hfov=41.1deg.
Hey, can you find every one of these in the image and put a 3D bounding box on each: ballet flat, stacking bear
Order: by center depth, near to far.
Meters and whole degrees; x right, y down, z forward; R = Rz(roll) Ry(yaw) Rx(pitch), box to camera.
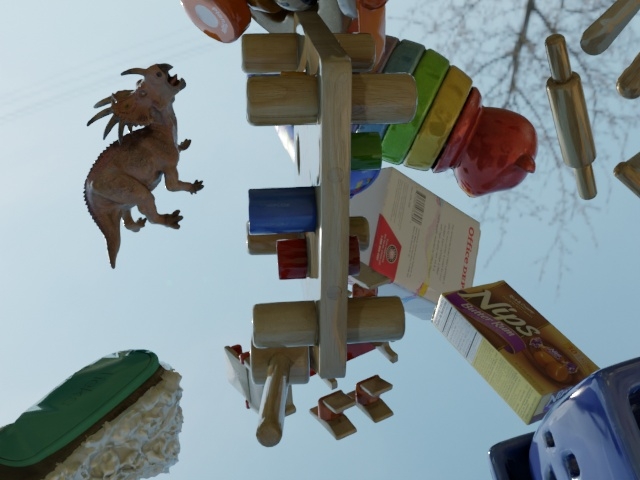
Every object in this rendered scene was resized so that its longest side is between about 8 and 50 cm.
[{"bbox_3d":[-0.249,0.221,0.662,0.147,0.147,0.409,23,-149,29],"label":"ballet flat"},{"bbox_3d":[0.136,-0.151,1.080,0.288,0.164,0.175,26,-167,2],"label":"stacking bear"}]

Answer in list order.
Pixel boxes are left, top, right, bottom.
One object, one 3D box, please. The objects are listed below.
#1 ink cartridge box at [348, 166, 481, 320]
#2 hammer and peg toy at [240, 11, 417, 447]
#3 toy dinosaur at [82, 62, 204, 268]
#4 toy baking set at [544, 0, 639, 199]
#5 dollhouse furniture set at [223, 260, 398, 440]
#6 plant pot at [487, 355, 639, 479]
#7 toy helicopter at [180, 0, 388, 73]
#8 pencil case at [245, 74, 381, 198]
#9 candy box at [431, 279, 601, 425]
[{"bbox_3d":[0.179,0.016,1.748,0.131,0.226,0.306,-7,153,45],"label":"ink cartridge box"},{"bbox_3d":[0.000,0.000,0.745,0.127,0.362,0.266,-2,-158,-6],"label":"hammer and peg toy"},{"bbox_3d":[-0.291,-0.117,1.295,0.127,0.296,0.200,25,171,47],"label":"toy dinosaur"},{"bbox_3d":[0.284,-0.143,0.712,0.196,0.256,0.030,-22,-148,12],"label":"toy baking set"},{"bbox_3d":[-0.010,0.182,1.376,0.259,0.262,0.135,-18,-151,-28],"label":"dollhouse furniture set"},{"bbox_3d":[0.264,0.203,0.578,0.235,0.212,0.236,-8,-112,-23],"label":"plant pot"},{"bbox_3d":[-0.020,-0.306,0.839,0.235,0.355,0.140,33,-111,12],"label":"toy helicopter"},{"bbox_3d":[-0.018,-0.184,1.343,0.119,0.133,0.306,-16,-132,-18],"label":"pencil case"},{"bbox_3d":[0.233,0.128,1.020,0.109,0.053,0.187,-9,-139,-31],"label":"candy box"}]
